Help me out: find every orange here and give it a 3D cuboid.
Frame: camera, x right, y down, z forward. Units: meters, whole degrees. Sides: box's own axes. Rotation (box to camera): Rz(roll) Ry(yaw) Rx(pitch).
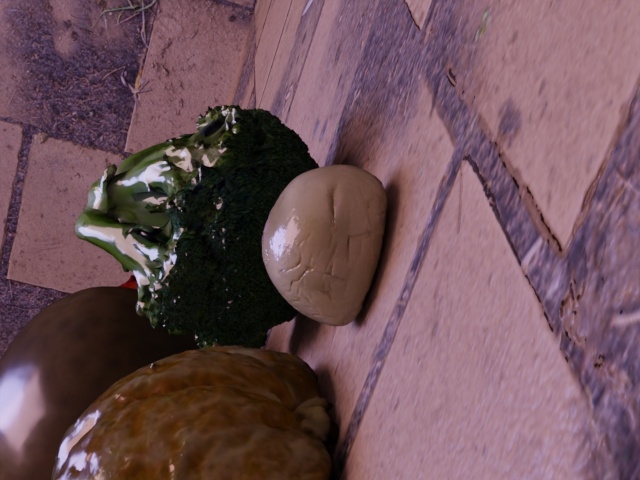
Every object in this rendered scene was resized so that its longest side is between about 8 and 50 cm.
[{"bbox_3d":[-0.117,0.224,0.951,0.369,0.210,0.271,-104,33,-66],"label":"orange"}]

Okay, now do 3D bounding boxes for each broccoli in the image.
[{"bbox_3d":[-0.106,-0.014,1.183,0.294,0.245,0.265,-49,-34,-51],"label":"broccoli"}]

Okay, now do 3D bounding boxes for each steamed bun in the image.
[{"bbox_3d":[0.000,0.000,0.952,0.112,0.090,0.130,-126,52,-76],"label":"steamed bun"}]

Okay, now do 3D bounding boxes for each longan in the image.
[{"bbox_3d":[-0.225,0.206,1.306,0.319,0.318,0.319,-165,90,-80],"label":"longan"}]

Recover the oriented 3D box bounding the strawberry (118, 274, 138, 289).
[{"bbox_3d":[-0.249,0.196,1.564,0.288,0.250,0.238,-46,-8,-40],"label":"strawberry"}]
